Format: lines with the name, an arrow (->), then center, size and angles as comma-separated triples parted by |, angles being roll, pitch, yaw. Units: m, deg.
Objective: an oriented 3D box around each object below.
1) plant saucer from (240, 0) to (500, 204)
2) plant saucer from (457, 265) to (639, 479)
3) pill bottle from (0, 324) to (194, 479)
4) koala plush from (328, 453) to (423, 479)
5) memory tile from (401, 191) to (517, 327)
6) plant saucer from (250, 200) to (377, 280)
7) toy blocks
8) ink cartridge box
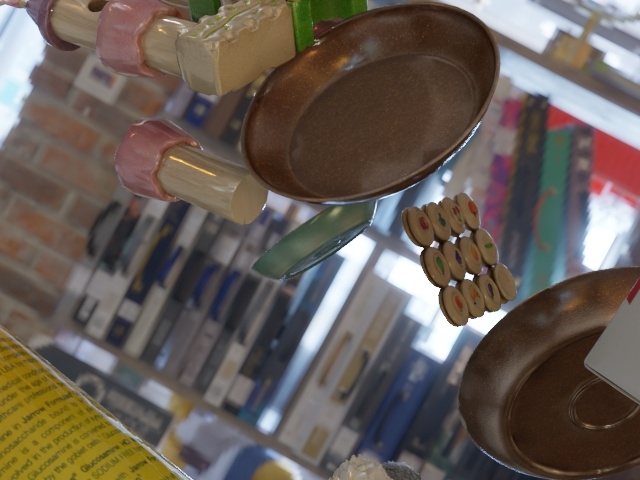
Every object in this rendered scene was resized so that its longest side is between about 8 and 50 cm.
plant saucer -> 0.039, -0.092, 0.996 | 0.198, 0.198, 0.036 | 28, -21, 45
plant saucer -> 0.305, 0.161, 1.503 | 0.310, 0.310, 0.050 | 28, 27, -32
pill bottle -> -0.198, 0.164, 0.826 | 0.334, 0.188, 0.188 | 37, 2, 13
koala plush -> 0.055, 0.295, 1.193 | 0.203, 0.221, 0.196 | -8, -10, 19
memory tile -> 0.125, 0.015, 1.221 | 0.148, 0.012, 0.113 | -17, 82, -61
plant saucer -> 0.000, 0.000, 1.099 | 0.021, 0.119, 0.119 | 57, 4, 8
toy blocks -> -0.086, -0.225, 1.105 | 0.260, 0.288, 0.309 | 23, -45, 37
ink cartridge box -> 0.281, 0.047, 1.052 | 0.072, 0.127, 0.175 | 35, 20, 17
